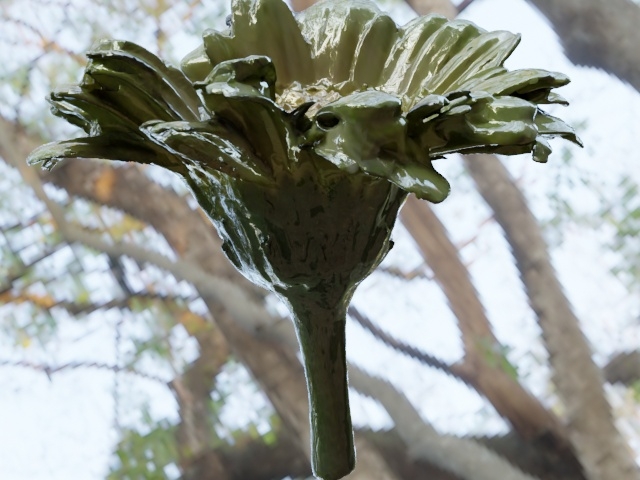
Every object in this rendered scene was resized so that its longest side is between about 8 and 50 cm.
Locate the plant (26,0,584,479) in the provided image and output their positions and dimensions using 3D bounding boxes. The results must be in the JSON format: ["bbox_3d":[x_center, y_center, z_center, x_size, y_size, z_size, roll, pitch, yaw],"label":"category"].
[{"bbox_3d":[0.010,-0.044,1.135,0.261,0.305,0.297,-61,-42,-39],"label":"plant"}]
